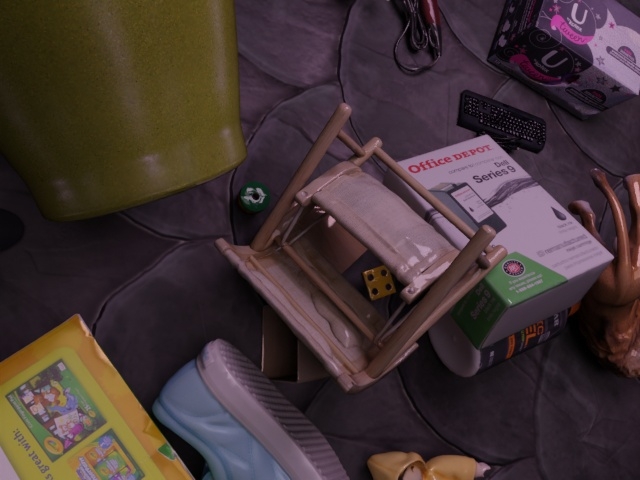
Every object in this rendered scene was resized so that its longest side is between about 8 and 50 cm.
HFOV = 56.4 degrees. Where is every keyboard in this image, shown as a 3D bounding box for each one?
[{"bbox_3d":[0.344,-0.211,1.098,0.192,0.038,0.100,14,76,-18],"label":"keyboard"}]

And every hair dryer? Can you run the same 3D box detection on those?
[{"bbox_3d":[0.176,-0.464,1.075,0.223,0.080,0.293,46,73,-25],"label":"hair dryer"}]

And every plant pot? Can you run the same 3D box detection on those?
[{"bbox_3d":[-0.018,0.148,0.860,0.096,0.109,0.109,8,77,-31],"label":"plant pot"},{"bbox_3d":[-0.241,-0.219,0.635,0.366,0.366,0.353,-22,108,-23],"label":"plant pot"}]

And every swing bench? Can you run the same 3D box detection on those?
[{"bbox_3d":[0.051,0.015,0.760,0.255,0.165,0.253,-48,68,9],"label":"swing bench"}]

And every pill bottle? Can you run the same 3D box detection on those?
[{"bbox_3d":[0.307,0.119,0.973,0.245,0.130,0.130,-18,87,-24],"label":"pill bottle"}]

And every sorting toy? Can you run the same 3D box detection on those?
[{"bbox_3d":[0.000,0.000,0.920,0.132,0.046,0.274,-42,96,-22],"label":"sorting toy"}]

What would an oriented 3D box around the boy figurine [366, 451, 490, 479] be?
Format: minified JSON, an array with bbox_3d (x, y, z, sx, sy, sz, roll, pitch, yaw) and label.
[{"bbox_3d":[0.193,0.401,0.901,0.285,0.092,0.177,44,71,-12],"label":"boy figurine"}]

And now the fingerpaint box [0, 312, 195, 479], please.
[{"bbox_3d":[-0.305,0.374,0.660,0.371,0.163,0.445,-36,90,-25],"label":"fingerpaint box"}]

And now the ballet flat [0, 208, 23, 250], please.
[{"bbox_3d":[-0.477,-0.013,0.725,0.203,0.074,0.074,-1,81,-22],"label":"ballet flat"}]

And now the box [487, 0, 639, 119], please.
[{"bbox_3d":[0.470,-0.367,1.118,0.247,0.142,0.163,26,72,-15],"label":"box"}]

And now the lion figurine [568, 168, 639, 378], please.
[{"bbox_3d":[0.479,0.072,0.978,0.392,0.142,0.240,40,49,-50],"label":"lion figurine"}]

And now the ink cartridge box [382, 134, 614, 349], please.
[{"bbox_3d":[0.247,-0.010,0.907,0.211,0.121,0.289,-19,55,-25],"label":"ink cartridge box"}]

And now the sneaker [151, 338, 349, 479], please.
[{"bbox_3d":[-0.079,0.305,0.812,0.150,0.135,0.366,-36,100,7],"label":"sneaker"}]
